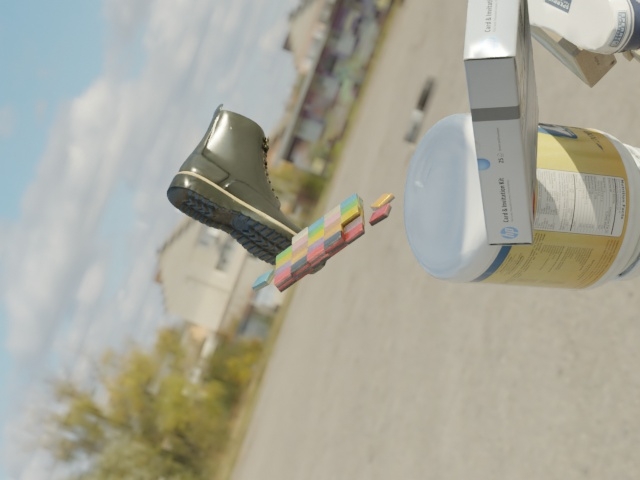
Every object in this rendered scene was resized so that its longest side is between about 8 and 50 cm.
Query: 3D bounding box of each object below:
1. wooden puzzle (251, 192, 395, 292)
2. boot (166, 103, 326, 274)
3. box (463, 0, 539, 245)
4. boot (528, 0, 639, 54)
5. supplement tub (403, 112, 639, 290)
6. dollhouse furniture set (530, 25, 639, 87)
[{"bbox_3d":[0.000,0.000,0.723,0.083,0.006,0.049,-36,16,11],"label":"wooden puzzle"},{"bbox_3d":[-0.061,-0.061,1.742,0.077,0.198,0.137,-35,27,54],"label":"boot"},{"bbox_3d":[0.133,-0.111,1.099,0.186,0.038,0.145,74,-161,-47],"label":"box"},{"bbox_3d":[0.214,-0.198,1.241,0.190,0.086,0.069,49,132,48],"label":"boot"},{"bbox_3d":[0.188,-0.030,1.322,0.144,0.199,0.144,-13,75,60],"label":"supplement tub"},{"bbox_3d":[0.373,-0.382,1.801,0.355,0.174,0.303,-46,-25,4],"label":"dollhouse furniture set"}]
